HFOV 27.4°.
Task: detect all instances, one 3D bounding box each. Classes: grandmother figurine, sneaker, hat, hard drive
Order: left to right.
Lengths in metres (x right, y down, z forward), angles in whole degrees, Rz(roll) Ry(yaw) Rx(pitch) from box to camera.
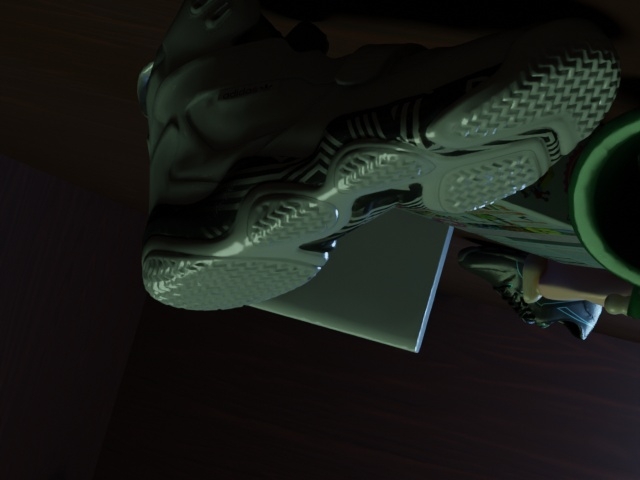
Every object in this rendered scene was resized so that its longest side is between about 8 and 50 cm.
[{"bbox_3d":[0.000,0.000,1.678,0.319,0.210,0.040,15,174,15],"label":"hard drive"},{"bbox_3d":[0.012,-0.107,0.901,0.366,0.210,0.137,-26,154,27],"label":"sneaker"},{"bbox_3d":[0.345,0.081,2.147,0.267,0.106,0.101,18,176,-11],"label":"sneaker"},{"bbox_3d":[0.449,0.072,1.787,0.342,0.104,0.208,10,-160,34],"label":"grandmother figurine"},{"bbox_3d":[0.285,-0.073,1.010,0.173,0.183,0.208,9,133,10],"label":"hat"}]

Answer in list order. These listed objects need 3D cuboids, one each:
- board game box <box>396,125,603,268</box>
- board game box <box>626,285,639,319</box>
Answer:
[{"bbox_3d":[0.180,-0.052,1.166,0.303,0.097,0.224,17,175,-30],"label":"board game box"},{"bbox_3d":[0.445,0.088,1.079,0.317,0.046,0.213,13,180,43],"label":"board game box"}]
